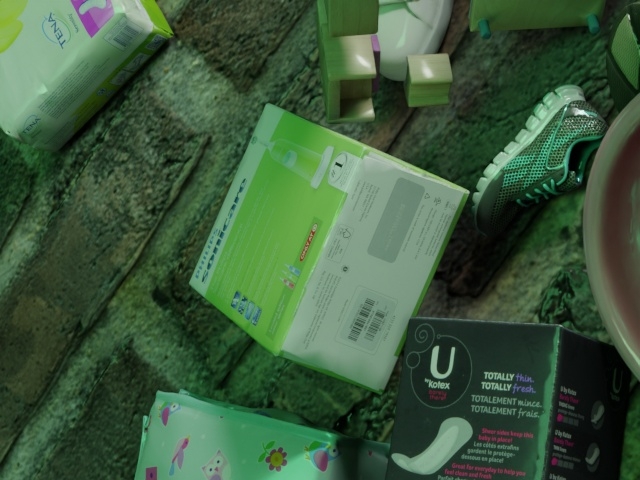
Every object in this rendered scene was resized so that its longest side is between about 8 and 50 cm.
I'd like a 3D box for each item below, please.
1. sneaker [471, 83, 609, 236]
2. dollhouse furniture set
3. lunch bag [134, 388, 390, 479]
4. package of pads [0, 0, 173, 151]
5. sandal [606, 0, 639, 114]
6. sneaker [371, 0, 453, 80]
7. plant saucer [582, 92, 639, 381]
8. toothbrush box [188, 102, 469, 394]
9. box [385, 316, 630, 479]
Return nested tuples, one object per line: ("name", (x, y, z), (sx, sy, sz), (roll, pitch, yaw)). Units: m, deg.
("sneaker", (0.208, -0.064, 1.677), (0.076, 0.065, 0.166), (45, 108, 33))
("dollhouse furniture set", (0.145, -0.287, 1.703), (0.303, 0.286, 0.198), (-4, 51, -4))
("lunch bag", (-0.080, 0.272, 1.749), (0.262, 0.160, 0.223), (9, 84, 33))
("package of pads", (-0.328, -0.279, 2.126), (0.229, 0.101, 0.296), (-43, 55, 21))
("sandal", (0.375, -0.103, 1.544), (0.303, 0.086, 0.120), (36, 127, 21))
("sneaker", (0.067, -0.311, 1.814), (0.106, 0.123, 0.290), (-4, 77, 35))
("plant saucer", (0.368, 0.010, 1.451), (0.332, 0.084, 0.332), (20, 118, 41))
("toothbrush box", (0.000, 0.000, 1.712), (0.206, 0.122, 0.283), (-67, 25, 3))
("box", (0.161, 0.214, 1.583), (0.165, 0.143, 0.270), (2, 79, 37))
